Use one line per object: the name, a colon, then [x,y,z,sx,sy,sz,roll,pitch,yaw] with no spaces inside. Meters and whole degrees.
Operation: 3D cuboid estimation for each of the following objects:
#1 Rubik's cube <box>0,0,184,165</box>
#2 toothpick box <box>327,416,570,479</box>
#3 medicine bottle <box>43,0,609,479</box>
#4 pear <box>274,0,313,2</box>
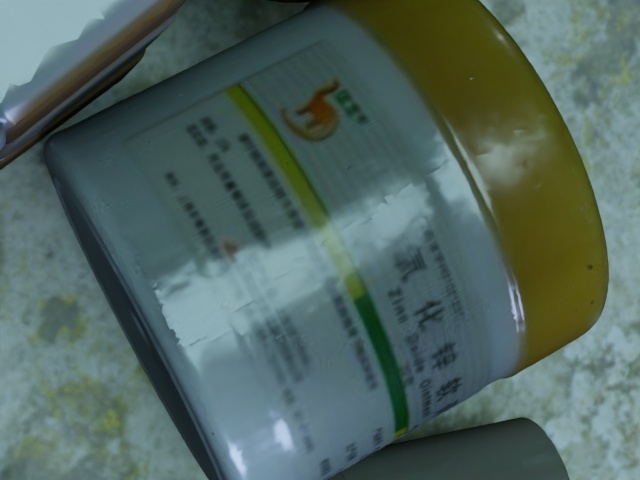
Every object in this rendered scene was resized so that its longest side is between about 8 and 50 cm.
Rubik's cube: [-0.299,-0.134,0.602,0.344,0.347,0.347,-41,100,-13]
toothpick box: [0.054,0.178,0.817,0.180,0.111,0.111,-10,93,-16]
medicine bottle: [0.000,0.000,0.737,0.231,0.238,0.238,-29,97,-12]
pear: [-0.022,-0.216,0.778,0.162,0.149,0.149,24,84,1]
